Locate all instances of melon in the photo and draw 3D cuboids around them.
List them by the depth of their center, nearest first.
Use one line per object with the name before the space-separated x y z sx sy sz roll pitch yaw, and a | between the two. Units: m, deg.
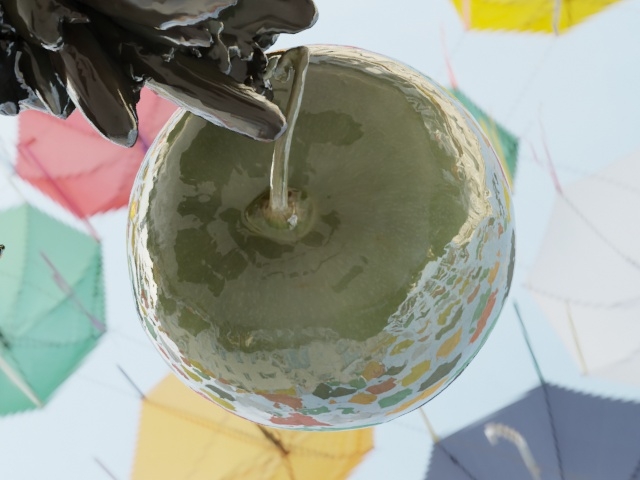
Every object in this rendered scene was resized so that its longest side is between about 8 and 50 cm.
melon | 0.004 0.000 1.049 0.271 0.308 0.272 5 -80 27

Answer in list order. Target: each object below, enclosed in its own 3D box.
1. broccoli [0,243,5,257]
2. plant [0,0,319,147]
broccoli | -0.243 0.017 0.869 0.130 0.131 0.120 -27 -118 -5
plant | -0.144 -0.160 0.871 0.320 0.181 0.194 9 -80 18
